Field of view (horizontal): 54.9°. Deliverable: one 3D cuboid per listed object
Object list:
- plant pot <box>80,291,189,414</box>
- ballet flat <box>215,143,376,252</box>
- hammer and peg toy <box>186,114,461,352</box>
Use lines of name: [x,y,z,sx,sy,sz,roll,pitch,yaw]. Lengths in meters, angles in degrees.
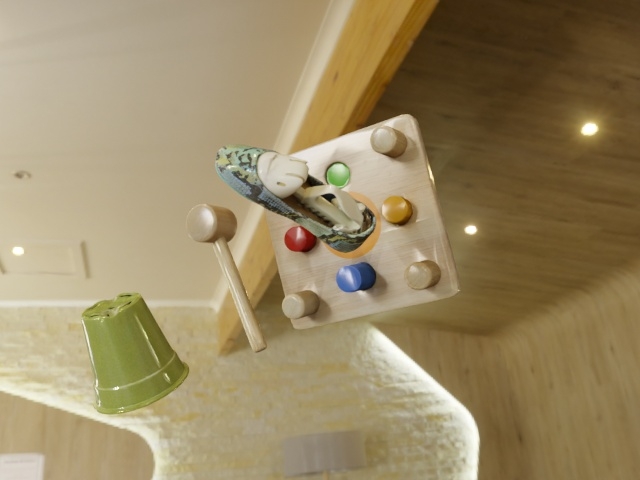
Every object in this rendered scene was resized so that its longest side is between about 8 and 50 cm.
plant pot: [-0.163,0.089,0.517,0.083,0.079,0.083,-14,17,4]
ballet flat: [-0.017,-0.052,0.639,0.188,0.070,0.070,29,-38,-28]
hammer and peg toy: [0.000,0.000,0.890,0.362,0.265,0.127,-17,-5,24]
